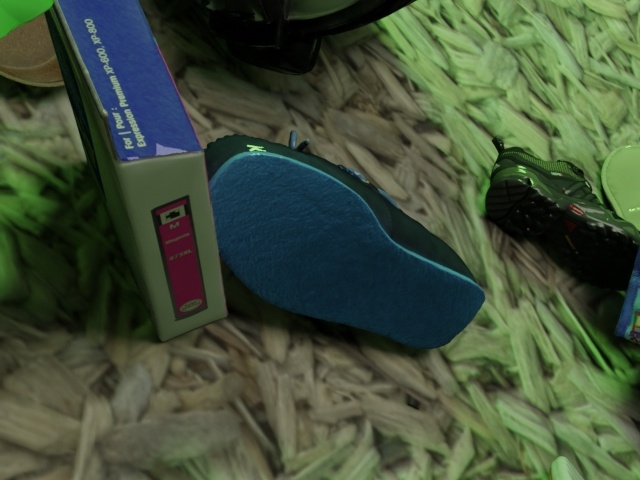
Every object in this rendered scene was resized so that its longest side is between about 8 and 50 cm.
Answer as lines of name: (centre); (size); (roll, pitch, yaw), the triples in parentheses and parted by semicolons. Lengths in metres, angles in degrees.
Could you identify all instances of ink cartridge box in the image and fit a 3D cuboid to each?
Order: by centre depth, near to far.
ink cartridge box: (-0.132, -0.075, 1.065); (0.069, 0.371, 0.175); (-22, 68, -7)

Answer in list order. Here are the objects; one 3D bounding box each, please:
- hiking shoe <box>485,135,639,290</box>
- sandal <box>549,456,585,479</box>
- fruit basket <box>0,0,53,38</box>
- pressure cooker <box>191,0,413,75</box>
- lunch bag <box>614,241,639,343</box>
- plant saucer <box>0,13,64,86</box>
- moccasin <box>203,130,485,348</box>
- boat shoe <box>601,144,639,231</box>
hiking shoe: (0.276, -0.035, 1.645); (0.227, 0.086, 0.114); (32, 41, -22)
sandal: (0.213, 0.280, 1.307); (0.102, 0.076, 0.265); (50, 14, -13)
fruit basket: (-0.345, -0.087, 0.894); (0.392, 0.392, 0.283); (47, 37, -2)
pressure cooker: (0.010, -0.387, 1.432); (0.370, 0.375, 0.420); (58, 31, -5)
lunch bag: (0.464, 0.080, 1.612); (0.293, 0.221, 0.138); (22, 83, -62)
plant saucer: (-0.256, -0.214, 1.266); (0.199, 0.036, 0.198); (22, 59, -42)
moccasin: (0.000, 0.000, 1.308); (0.342, 0.138, 0.117); (36, 14, -46)
boat shoe: (0.367, -0.031, 1.779); (0.206, 0.075, 0.065); (-90, 171, -50)
